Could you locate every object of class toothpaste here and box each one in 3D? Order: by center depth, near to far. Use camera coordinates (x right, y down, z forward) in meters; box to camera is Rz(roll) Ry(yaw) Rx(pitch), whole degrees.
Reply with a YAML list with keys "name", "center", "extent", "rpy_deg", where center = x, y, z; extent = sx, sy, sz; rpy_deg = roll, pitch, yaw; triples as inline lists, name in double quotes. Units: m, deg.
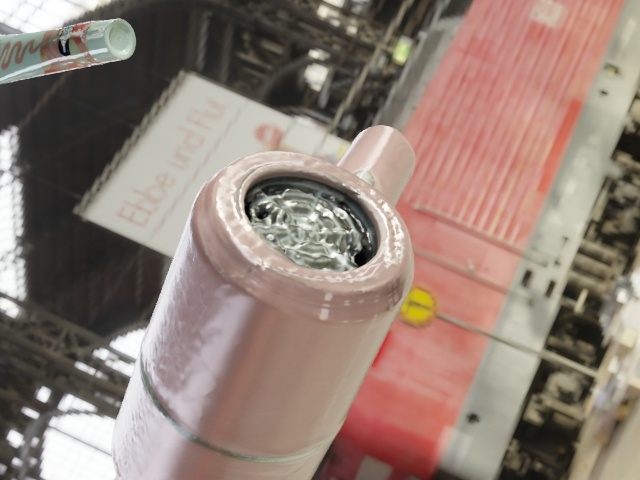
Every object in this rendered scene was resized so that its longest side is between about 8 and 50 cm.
- name: "toothpaste"
  center: [-0.242, -0.165, 1.053]
  extent: [0.036, 0.205, 0.056]
  rpy_deg: [31, -114, -46]

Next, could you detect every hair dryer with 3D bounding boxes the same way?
- name: "hair dryer"
  center: [0.000, 0.000, 0.767]
  extent: [0.352, 0.125, 0.210]
  rpy_deg: [-60, -5, -51]
